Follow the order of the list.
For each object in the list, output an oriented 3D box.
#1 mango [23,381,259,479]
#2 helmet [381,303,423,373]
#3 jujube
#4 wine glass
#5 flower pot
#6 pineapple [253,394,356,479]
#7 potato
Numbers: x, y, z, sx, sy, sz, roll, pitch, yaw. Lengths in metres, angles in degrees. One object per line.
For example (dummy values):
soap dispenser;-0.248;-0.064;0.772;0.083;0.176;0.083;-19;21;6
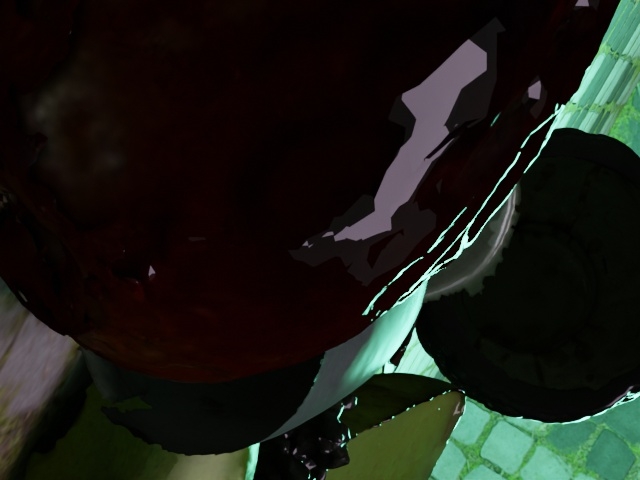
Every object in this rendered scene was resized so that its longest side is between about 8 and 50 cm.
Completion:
mango;-0.082;0.106;0.808;0.178;0.100;0.119;-71;163;7
helmet;0.049;0.056;1.323;0.089;0.057;0.111;-39;147;-67
jujube;-0.002;-0.063;0.505;0.243;0.183;0.183;-40;162;-24
wine glass;0.000;0.000;0.741;0.143;0.143;0.321;-62;171;17
flower pot;0.206;0.043;1.508;0.266;0.266;0.267;-57;177;-7
pineapple;-0.063;0.205;0.989;0.202;0.202;0.362;53;54;-78
potato;-0.007;0.172;1.231;0.271;0.111;0.160;-18;135;-56
